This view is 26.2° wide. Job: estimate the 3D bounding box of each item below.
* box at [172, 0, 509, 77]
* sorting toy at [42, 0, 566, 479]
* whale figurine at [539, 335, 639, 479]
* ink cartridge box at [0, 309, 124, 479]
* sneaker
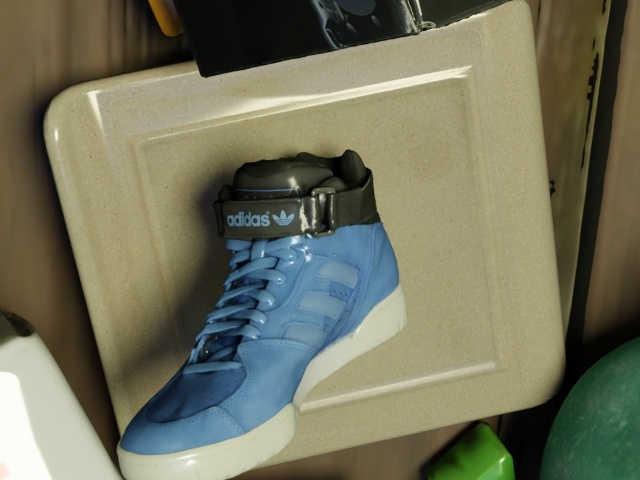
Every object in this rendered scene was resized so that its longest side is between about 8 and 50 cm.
[{"bbox_3d":[0.053,-0.119,0.429,0.180,0.147,0.077,-24,102,-24],"label":"box"},{"bbox_3d":[0.000,0.000,0.565,0.196,0.047,0.348,-14,114,-8],"label":"sorting toy"},{"bbox_3d":[0.202,0.068,0.593,0.272,0.141,0.216,-49,136,-11],"label":"whale figurine"},{"bbox_3d":[-0.140,0.261,0.497,0.285,0.166,0.395,-30,98,-15],"label":"ink cartridge box"},{"bbox_3d":[-0.024,0.018,0.475,0.058,0.152,0.084,1,113,37],"label":"sneaker"}]
